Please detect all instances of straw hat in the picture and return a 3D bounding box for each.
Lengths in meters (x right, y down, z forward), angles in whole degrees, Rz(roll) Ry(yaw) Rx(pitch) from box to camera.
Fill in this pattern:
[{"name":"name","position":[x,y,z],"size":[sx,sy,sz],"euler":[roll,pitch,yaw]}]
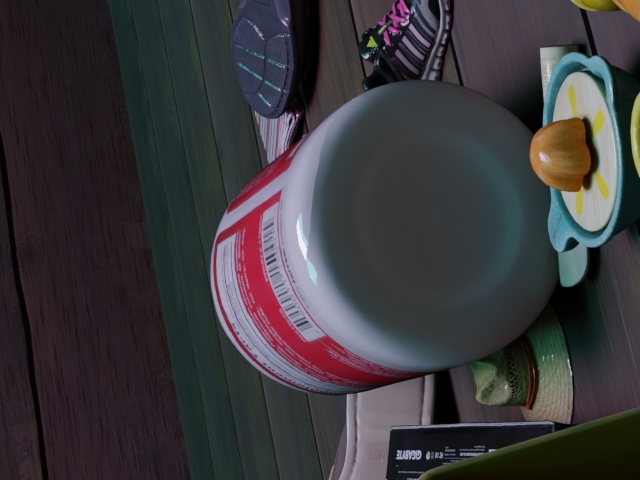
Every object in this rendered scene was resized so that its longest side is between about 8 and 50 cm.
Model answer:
[{"name":"straw hat","position":[0.157,0.111,1.468],"size":[0.144,0.061,0.144],"euler":[174,90,-77]}]

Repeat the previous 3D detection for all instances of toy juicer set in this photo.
[{"name":"toy juicer set","position":[0.180,-0.098,1.207],"size":[0.329,0.090,0.209],"euler":[129,132,-72]}]

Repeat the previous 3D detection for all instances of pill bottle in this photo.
[{"name":"pill bottle","position":[0.034,0.015,1.521],"size":[0.408,0.229,0.229],"euler":[151,112,-71]}]

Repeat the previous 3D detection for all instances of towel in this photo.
[{"name":"towel","position":[-0.059,-0.180,2.276],"size":[0.144,0.029,0.197],"euler":[98,162,-46]}]

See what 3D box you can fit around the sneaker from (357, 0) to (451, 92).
[{"name":"sneaker","position":[0.074,-0.190,1.621],"size":[0.063,0.075,0.170],"euler":[-111,20,-46]}]

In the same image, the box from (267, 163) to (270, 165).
[{"name":"box","position":[0.000,0.000,1.875],"size":[0.257,0.128,0.122],"euler":[116,145,-74]}]

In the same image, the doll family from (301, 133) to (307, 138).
[{"name":"doll family","position":[-0.021,-0.033,2.109],"size":[0.193,0.076,0.111],"euler":[94,159,-54]}]

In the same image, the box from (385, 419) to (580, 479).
[{"name":"box","position":[0.135,0.277,1.410],"size":[0.322,0.079,0.257],"euler":[160,116,-69]}]

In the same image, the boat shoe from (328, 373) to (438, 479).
[{"name":"boat shoe","position":[0.056,0.256,1.717],"size":[0.096,0.117,0.324],"euler":[76,-159,-63]}]

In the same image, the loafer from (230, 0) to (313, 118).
[{"name":"loafer","position":[-0.042,-0.281,2.073],"size":[0.109,0.095,0.302],"euler":[33,141,32]}]

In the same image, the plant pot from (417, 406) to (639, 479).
[{"name":"plant pot","position":[0.199,0.253,1.113],"size":[0.187,0.212,0.212],"euler":[78,174,-46]}]
